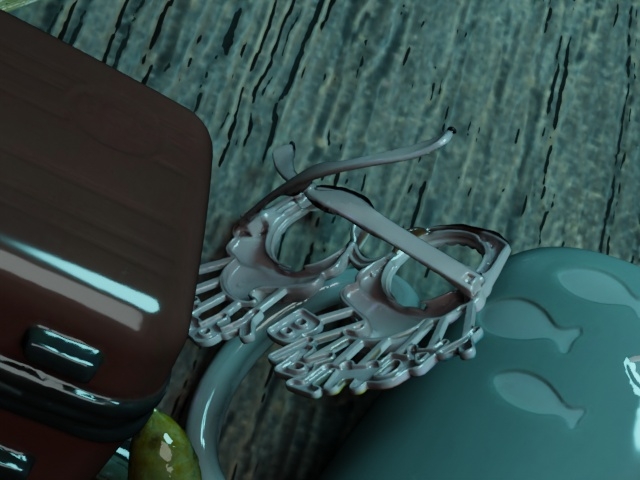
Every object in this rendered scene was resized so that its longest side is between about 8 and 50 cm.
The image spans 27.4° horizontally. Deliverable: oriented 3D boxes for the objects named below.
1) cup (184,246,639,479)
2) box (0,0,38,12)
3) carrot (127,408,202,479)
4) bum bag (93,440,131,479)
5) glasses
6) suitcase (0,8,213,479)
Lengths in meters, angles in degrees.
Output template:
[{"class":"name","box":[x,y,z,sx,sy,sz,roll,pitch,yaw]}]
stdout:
[{"class":"cup","box":[0.096,0.141,0.795,0.356,0.259,0.274,33,72,18]},{"class":"box","box":[-0.218,-0.212,0.765,0.111,0.111,0.177,-23,94,-20]},{"class":"carrot","box":[-0.077,0.212,0.757,0.078,0.078,0.298,-15,107,-20]},{"class":"bum bag","box":[-0.239,0.119,0.736,0.340,0.095,0.144,34,59,-15]},{"class":"glasses","box":[-0.002,0.009,0.759,0.162,0.255,0.095,-47,128,-25]},{"class":"suitcase","box":[-0.210,-0.020,0.681,0.297,0.161,0.236,25,33,-16]}]
